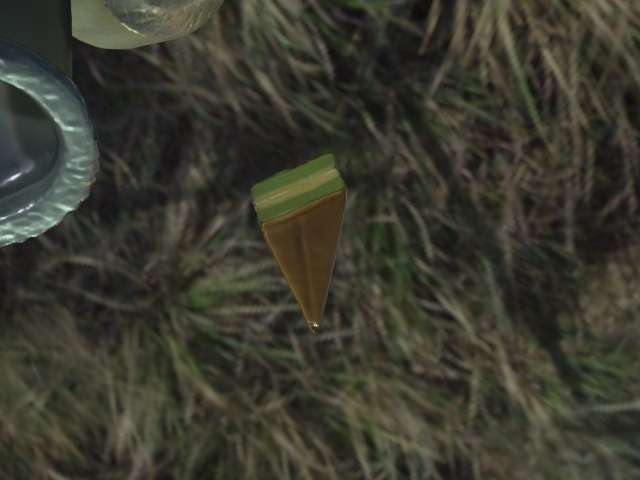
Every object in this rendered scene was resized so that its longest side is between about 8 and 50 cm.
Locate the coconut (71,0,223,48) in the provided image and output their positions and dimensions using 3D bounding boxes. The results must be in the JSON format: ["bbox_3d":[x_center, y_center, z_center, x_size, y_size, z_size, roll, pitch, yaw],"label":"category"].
[{"bbox_3d":[-0.205,-0.308,1.534,0.202,0.222,0.202,-3,94,-38],"label":"coconut"}]

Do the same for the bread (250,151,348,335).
[{"bbox_3d":[0.002,0.004,1.285,0.084,0.074,0.139,-23,123,2],"label":"bread"}]

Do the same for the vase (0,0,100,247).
[{"bbox_3d":[-0.306,-0.172,1.234,0.245,0.291,0.245,-3,137,-3],"label":"vase"}]
